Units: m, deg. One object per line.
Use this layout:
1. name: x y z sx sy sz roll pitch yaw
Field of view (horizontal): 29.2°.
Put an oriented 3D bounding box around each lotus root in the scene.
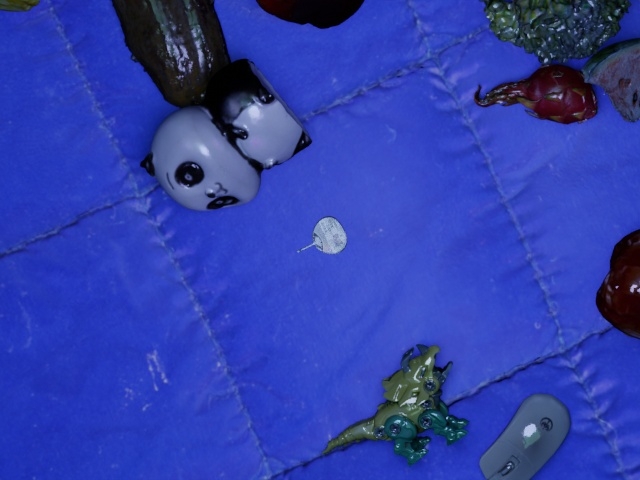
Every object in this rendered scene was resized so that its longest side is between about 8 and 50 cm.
1. lotus root: -0.246 -0.359 1.916 0.167 0.078 0.329 -22 92 7

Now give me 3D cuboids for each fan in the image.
1. fan: 0.009 0.003 1.957 0.060 0.003 0.080 36 95 2

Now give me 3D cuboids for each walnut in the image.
1. walnut: 0.549 0.075 1.834 0.269 0.243 0.221 5 56 11

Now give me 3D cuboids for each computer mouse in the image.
1. computer mouse: 0.318 0.323 1.930 0.089 0.056 0.181 40 96 6

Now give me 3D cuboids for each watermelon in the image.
1. watermelon: 0.461 -0.245 1.862 0.187 0.071 0.139 -15 119 -23

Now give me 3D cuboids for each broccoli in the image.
1. broccoli: 0.336 -0.389 1.851 0.199 0.177 0.274 -32 65 24

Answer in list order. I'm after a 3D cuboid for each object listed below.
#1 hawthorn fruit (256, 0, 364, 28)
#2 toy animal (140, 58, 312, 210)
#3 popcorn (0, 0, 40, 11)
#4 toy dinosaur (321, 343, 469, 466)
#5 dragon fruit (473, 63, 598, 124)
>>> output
1. hawthorn fruit: -0.030 -0.443 1.840 0.190 0.189 0.251 -12 89 5
2. toy animal: -0.147 -0.149 1.875 0.235 0.165 0.187 -42 133 1
3. popcorn: -0.461 -0.445 1.856 0.184 0.221 0.204 18 103 -20
4. toy dinosaur: 0.122 0.285 1.929 0.259 0.094 0.153 -41 90 14
5. dragon fruit: 0.331 -0.228 1.878 0.191 0.094 0.094 9 95 13
